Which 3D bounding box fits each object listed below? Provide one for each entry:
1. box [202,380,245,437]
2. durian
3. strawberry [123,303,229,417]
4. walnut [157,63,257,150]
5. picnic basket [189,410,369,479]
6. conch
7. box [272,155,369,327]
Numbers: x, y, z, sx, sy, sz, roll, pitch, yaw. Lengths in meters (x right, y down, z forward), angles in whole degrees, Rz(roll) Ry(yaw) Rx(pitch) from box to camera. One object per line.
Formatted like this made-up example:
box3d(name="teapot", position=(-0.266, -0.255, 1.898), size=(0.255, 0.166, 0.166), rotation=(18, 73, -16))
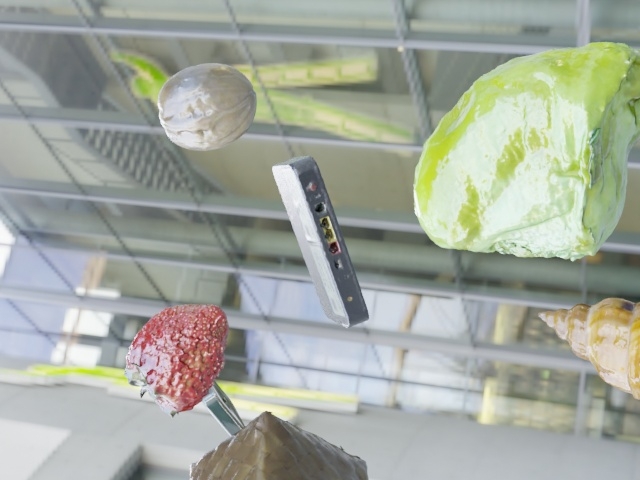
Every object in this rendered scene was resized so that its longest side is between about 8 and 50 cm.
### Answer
box3d(name="box", position=(-0.175, 0.281, 1.920), size=(0.091, 0.031, 0.126), rotation=(54, 177, 46))
box3d(name="durian", position=(0.266, -0.107, 1.388), size=(0.204, 0.340, 0.255), rotation=(18, -107, -64))
box3d(name="strawberry", position=(-0.191, 0.155, 1.513), size=(0.148, 0.131, 0.131), rotation=(-51, -30, -23))
box3d(name="walnut", position=(-0.185, -0.217, 1.818), size=(0.140, 0.162, 0.140), rotation=(-5, -90, -65))
box3d(name="picnic basket", position=(-0.059, 0.466, 1.728), size=(0.291, 0.254, 0.321), rotation=(31, -144, -34))
box3d(name="conch", position=(0.330, 0.097, 0.893), size=(0.109, 0.330, 0.093), rotation=(-13, -71, -56))
box3d(name="box", position=(0.000, 0.000, 2.269), size=(0.211, 0.058, 0.350), rotation=(-168, 59, -75))
